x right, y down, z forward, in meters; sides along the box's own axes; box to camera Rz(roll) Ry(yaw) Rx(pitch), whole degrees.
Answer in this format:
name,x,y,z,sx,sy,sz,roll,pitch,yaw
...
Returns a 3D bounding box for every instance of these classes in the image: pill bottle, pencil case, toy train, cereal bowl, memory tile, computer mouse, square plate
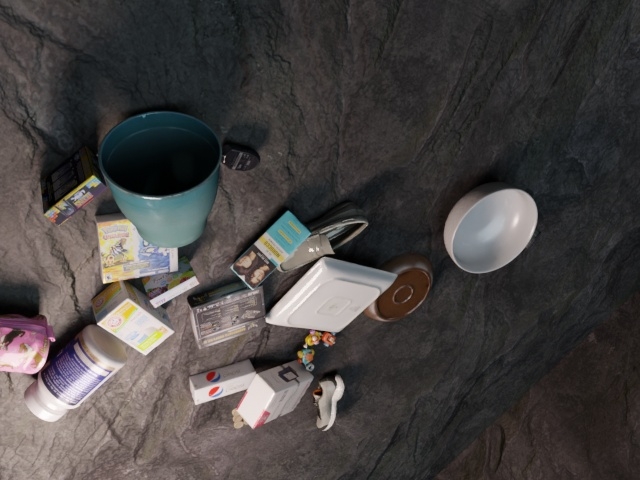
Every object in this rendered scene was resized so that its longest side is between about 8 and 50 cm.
name,x,y,z,sx,sy,sz,roll,pitch,yaw
pill bottle,-0.689,0.374,1.732,0.264,0.153,0.153,-42,134,3
pencil case,-0.873,0.238,1.519,0.386,0.167,0.160,16,79,-39
toy train,-0.008,0.386,2.196,0.125,0.046,0.166,42,76,-34
cereal bowl,0.576,-0.061,2.159,0.339,0.141,0.339,-10,125,-15
memory tile,-0.256,0.638,2.294,0.148,0.012,0.113,-17,130,-19
computer mouse,-0.269,-0.234,1.608,0.242,0.041,0.071,12,133,-31
square plate,0.039,0.201,2.049,0.344,0.049,0.347,15,131,-39

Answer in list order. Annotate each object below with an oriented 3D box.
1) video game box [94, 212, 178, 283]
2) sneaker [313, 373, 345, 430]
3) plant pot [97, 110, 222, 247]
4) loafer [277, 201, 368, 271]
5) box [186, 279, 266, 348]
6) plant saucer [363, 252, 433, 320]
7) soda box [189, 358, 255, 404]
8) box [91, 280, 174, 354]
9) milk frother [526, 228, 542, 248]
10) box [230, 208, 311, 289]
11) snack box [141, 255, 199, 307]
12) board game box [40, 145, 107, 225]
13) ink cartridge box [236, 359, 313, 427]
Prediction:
name,x,y,z,sx,sy,sz,roll,pitch,yaw
video game box,-0.485,0.011,1.644,0.205,0.048,0.187,-10,121,-25
sneaker,0.013,0.629,2.403,0.108,0.100,0.272,3,119,-16
plant pot,-0.371,-0.126,1.484,0.271,0.272,0.255,-17,148,-19
loafer,0.000,0.000,1.890,0.319,0.111,0.112,-36,134,-3
box,-0.288,0.225,1.927,0.231,0.056,0.183,-17,131,-19
plant saucer,0.292,0.186,2.255,0.310,0.050,0.311,-17,131,-20
soda box,-0.330,0.476,2.086,0.216,0.069,0.074,-13,129,-23
box,-0.529,0.214,1.741,0.114,0.103,0.203,-39,134,0
milk frother,0.760,-0.065,2.283,0.143,0.134,0.129,-55,163,20
box,-0.146,0.025,1.826,0.244,0.060,0.100,-45,94,5
snack box,-0.421,0.114,1.731,0.141,0.100,0.037,-29,134,-10
board game box,-0.567,-0.128,1.410,0.141,0.170,0.048,-37,130,0
ink cartridge box,-0.156,0.533,2.160,0.237,0.100,0.172,-4,129,-57
